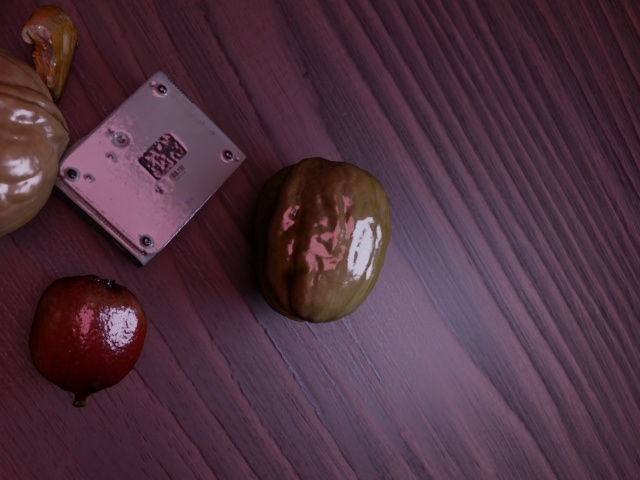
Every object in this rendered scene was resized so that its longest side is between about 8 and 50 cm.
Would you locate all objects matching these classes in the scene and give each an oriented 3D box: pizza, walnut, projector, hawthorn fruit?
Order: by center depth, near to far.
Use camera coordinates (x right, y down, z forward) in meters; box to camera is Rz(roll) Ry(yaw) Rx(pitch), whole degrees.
[{"bbox_3d":[-0.488,-0.122,0.805,0.312,0.277,0.252,-13,129,-21],"label":"walnut"},{"bbox_3d":[-0.341,0.144,0.907,0.169,0.169,0.188,19,80,-23],"label":"hawthorn fruit"},{"bbox_3d":[-0.408,-0.274,0.944,0.062,0.182,0.161,4,123,-13],"label":"pizza"},{"bbox_3d":[-0.271,-0.114,0.993,0.198,0.108,0.250,45,69,-14],"label":"projector"},{"bbox_3d":[0.000,0.000,1.051,0.283,0.227,0.283,-8,99,-62],"label":"walnut"}]
